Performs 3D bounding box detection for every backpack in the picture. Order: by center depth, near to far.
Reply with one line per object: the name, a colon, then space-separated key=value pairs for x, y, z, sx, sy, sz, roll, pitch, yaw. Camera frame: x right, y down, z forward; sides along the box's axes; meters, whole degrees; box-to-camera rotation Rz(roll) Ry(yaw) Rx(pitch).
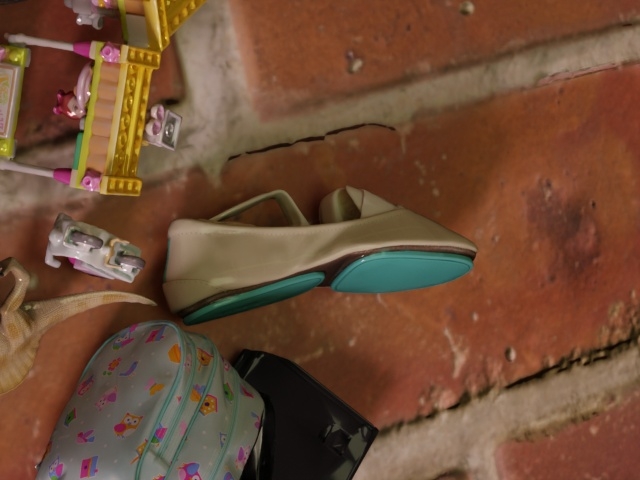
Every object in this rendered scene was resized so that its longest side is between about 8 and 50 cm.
backpack: x=-0.107 y=0.143 z=1.225 sx=0.115 sy=0.152 sz=0.182 roll=50 pitch=50 yaw=-37

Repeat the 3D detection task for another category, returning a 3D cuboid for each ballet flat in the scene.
ballet flat: x=0.000 y=0.000 z=1.344 sx=0.248 sy=0.086 sz=0.086 roll=-8 pitch=94 yaw=-34

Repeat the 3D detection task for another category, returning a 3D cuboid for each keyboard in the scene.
keyboard: x=-0.054 y=0.248 z=1.327 sx=0.201 sy=0.033 sz=0.317 roll=40 pitch=69 yaw=-21

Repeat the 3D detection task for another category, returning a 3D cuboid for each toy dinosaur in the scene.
toy dinosaur: x=-0.201 y=0.053 z=1.226 sx=0.183 sy=0.053 sz=0.093 roll=-34 pitch=124 yaw=-23

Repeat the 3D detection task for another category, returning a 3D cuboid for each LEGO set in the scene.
LEGO set: x=-0.140 y=-0.123 z=1.254 sx=0.132 sy=0.107 sz=0.287 roll=53 pitch=51 yaw=-62

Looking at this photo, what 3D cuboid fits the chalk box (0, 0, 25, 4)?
chalk box: x=-0.201 y=-0.305 z=1.144 sx=0.179 sy=0.180 sz=0.289 roll=-41 pitch=113 yaw=-28
